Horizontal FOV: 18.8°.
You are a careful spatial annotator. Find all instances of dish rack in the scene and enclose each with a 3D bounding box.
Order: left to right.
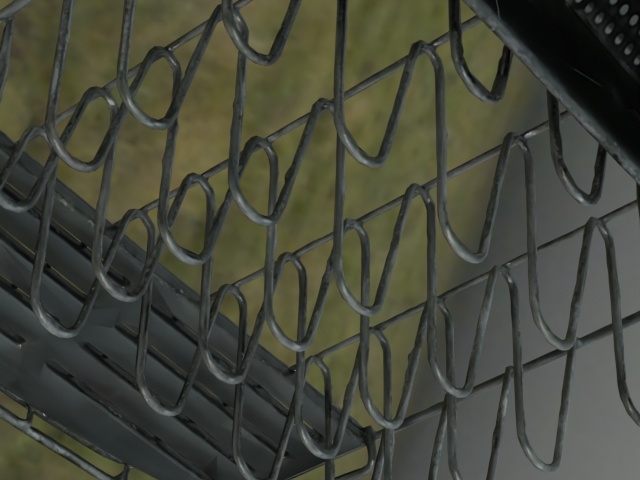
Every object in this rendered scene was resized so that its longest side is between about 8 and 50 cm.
[{"bbox_3d":[0.000,0.000,0.485,0.271,0.208,0.074,-28,-145,32],"label":"dish rack"}]
